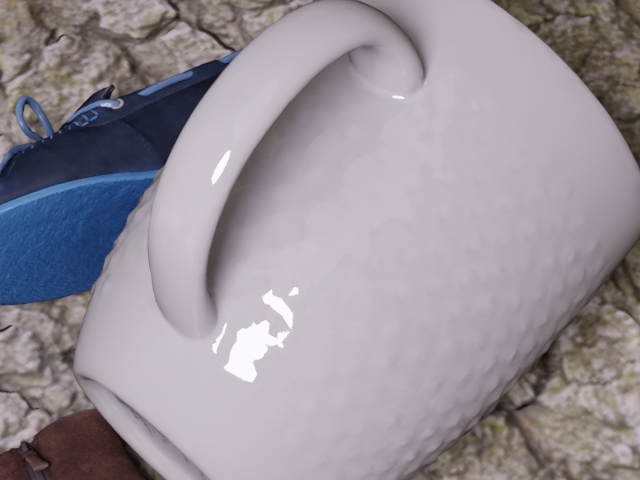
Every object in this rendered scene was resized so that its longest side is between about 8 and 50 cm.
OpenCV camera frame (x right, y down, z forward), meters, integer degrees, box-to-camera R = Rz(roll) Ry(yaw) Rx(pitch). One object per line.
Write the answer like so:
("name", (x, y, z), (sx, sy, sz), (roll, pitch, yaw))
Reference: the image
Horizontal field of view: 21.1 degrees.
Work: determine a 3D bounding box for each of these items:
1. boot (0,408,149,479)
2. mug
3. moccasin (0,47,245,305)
("boot", (-0.197, 0.241, 1.136), (0.248, 0.090, 0.207), (-31, 50, -14))
("mug", (0.000, 0.000, 1.094), (0.276, 0.374, 0.328), (35, 72, 27))
("moccasin", (-0.146, -0.052, 1.290), (0.342, 0.137, 0.117), (-20, 54, -26))
